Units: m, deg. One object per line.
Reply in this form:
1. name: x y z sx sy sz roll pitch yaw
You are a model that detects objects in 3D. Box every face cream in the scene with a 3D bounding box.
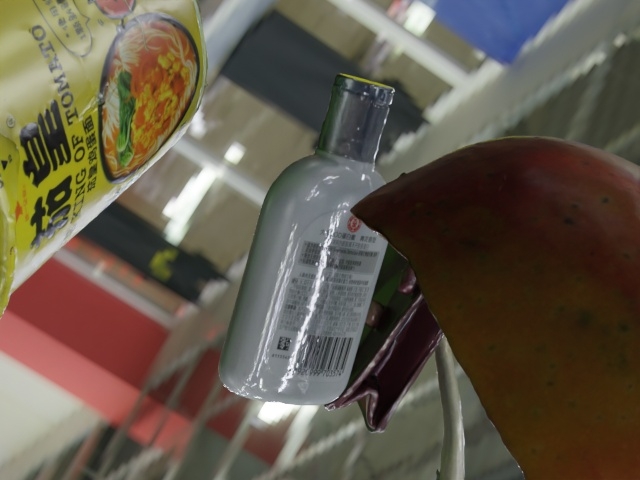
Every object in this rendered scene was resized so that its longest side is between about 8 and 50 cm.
1. face cream: 0.000 0.000 1.535 0.071 0.144 0.291 24 -77 45

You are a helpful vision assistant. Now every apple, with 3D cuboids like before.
1. apple: 0.180 0.101 1.107 0.365 0.329 0.295 -114 -147 -53

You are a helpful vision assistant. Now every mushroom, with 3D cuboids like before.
1. mushroom: 0.124 0.195 1.700 0.043 0.068 0.306 -7 -120 18

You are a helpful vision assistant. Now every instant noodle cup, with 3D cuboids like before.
1. instant noodle cup: -0.250 -0.116 1.240 0.254 0.325 0.325 -38 177 -42

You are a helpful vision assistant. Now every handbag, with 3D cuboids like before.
1. handbag: 0.065 0.056 1.714 0.216 0.074 0.203 -59 -159 19
